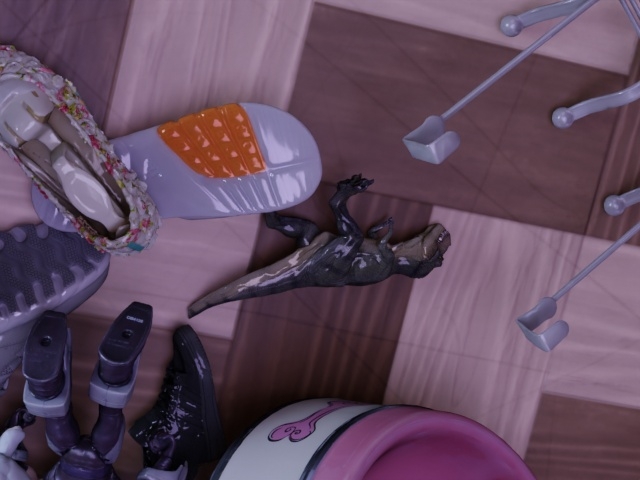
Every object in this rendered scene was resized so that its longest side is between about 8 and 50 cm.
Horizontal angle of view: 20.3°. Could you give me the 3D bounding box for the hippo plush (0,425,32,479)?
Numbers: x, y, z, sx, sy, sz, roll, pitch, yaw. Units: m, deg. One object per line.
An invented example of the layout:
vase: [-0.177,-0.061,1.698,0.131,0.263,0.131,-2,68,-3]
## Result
hippo plush: [-0.315,0.301,1.533,0.294,0.234,0.236,8,134,4]

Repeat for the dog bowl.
dog bowl: [0.076,0.332,1.633,0.408,0.150,0.408,17,65,-42]

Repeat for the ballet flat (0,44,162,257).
ballet flat: [-0.230,-0.083,1.567,0.241,0.077,0.091,45,97,-1]

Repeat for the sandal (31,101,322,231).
sandal: [-0.131,-0.067,1.643,0.265,0.076,0.102,-8,93,3]

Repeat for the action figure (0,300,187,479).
action figure: [-0.211,0.183,1.629,0.185,0.099,0.285,6,134,-4]

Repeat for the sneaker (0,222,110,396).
sneaker: [-0.311,0.087,1.630,0.281,0.105,0.115,-34,145,-11]

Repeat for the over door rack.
over door rack: [0.231,-0.092,1.700,0.324,0.108,0.239,-43,112,-24]

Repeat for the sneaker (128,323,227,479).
sneaker: [-0.142,0.170,1.702,0.089,0.051,0.170,-17,112,-15]

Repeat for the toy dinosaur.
toy dinosaur: [0.000,0.000,1.700,0.268,0.064,0.118,-11,112,-10]
